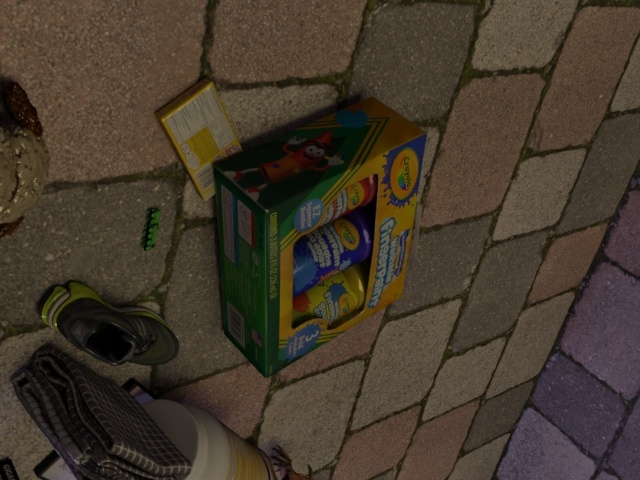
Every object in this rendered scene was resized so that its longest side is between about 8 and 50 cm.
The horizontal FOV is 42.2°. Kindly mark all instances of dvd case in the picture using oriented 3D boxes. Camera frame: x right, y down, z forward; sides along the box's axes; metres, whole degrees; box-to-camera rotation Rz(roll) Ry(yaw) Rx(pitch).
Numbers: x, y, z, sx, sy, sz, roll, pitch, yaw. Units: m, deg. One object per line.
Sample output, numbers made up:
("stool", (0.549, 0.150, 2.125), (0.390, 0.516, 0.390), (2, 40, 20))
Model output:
("dvd case", (-0.418, 0.400, 1.646), (0.253, 0.022, 0.180), (-43, 143, -9))

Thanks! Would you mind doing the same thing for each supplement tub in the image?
("supplement tub", (-0.257, 0.470, 1.654), (0.241, 0.241, 0.331), (-44, 143, -8))

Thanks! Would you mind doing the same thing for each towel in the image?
("towel", (-0.368, 0.324, 1.415), (0.121, 0.283, 0.235), (-45, 144, -8))

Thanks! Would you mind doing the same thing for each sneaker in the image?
("sneaker", (-0.347, 0.175, 1.441), (0.111, 0.121, 0.300), (-53, 143, 5))

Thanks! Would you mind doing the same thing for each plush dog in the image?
("plush dog", (-0.445, -0.089, 1.082), (0.262, 0.210, 0.225), (-65, 165, 18))

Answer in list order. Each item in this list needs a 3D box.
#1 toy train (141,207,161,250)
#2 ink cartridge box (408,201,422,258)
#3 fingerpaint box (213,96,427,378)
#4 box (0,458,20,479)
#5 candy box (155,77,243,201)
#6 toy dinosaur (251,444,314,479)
("toy train", (-0.289, -0.019, 1.423), (0.023, 0.017, 0.083), (-21, 136, -48))
("ink cartridge box", (0.166, -0.072, 1.712), (0.045, 0.179, 0.145), (-22, 136, -24))
("fingerpaint box", (0.000, 0.000, 1.595), (0.371, 0.163, 0.445), (-27, 141, -30))
("box", (-0.534, 0.526, 1.468), (0.051, 0.220, 0.175), (-14, 131, -32))
("candy box", (-0.192, -0.165, 1.388), (0.105, 0.027, 0.206), (-41, 143, -16))
("toy dinosaur", (-0.148, 0.555, 1.988), (0.200, 0.127, 0.296), (-47, 132, -17))
